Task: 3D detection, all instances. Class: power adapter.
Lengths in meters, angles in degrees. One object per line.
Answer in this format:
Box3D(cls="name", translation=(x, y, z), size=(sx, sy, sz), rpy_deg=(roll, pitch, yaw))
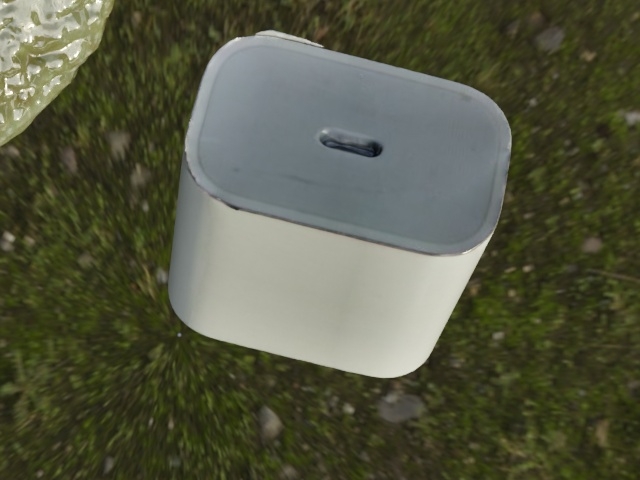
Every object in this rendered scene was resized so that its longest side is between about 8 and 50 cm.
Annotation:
Box3D(cls="power adapter", translation=(0.000, 0.000, 0.962), size=(0.187, 0.255, 0.124), rpy_deg=(15, 61, -2))

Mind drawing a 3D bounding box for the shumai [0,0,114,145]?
Box3D(cls="shumai", translation=(-0.097, -0.069, 0.358), size=(0.082, 0.080, 0.083), rpy_deg=(-11, 118, -27))
